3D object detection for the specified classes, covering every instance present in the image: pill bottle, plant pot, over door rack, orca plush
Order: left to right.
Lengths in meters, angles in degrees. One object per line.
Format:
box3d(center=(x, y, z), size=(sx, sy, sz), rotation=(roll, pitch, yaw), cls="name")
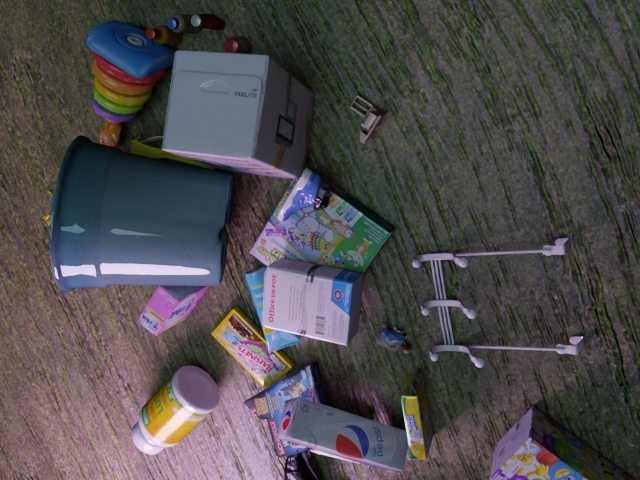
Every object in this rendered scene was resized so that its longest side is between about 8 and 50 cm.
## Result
box3d(center=(-0.370, -0.041, 1.449), size=(0.333, 0.341, 0.341), rotation=(6, 108, -4), cls="plant pot")
box3d(center=(-0.383, 0.447, 1.714), size=(0.136, 0.136, 0.246), rotation=(46, 115, 3), cls="pill bottle")
box3d(center=(-0.035, 0.633, 1.633), size=(0.151, 0.102, 0.287), rotation=(7, 116, 19), cls="orca plush")
box3d(center=(0.362, 0.132, 1.365), size=(0.324, 0.108, 0.240), rotation=(-7, 103, 22), cls="over door rack")

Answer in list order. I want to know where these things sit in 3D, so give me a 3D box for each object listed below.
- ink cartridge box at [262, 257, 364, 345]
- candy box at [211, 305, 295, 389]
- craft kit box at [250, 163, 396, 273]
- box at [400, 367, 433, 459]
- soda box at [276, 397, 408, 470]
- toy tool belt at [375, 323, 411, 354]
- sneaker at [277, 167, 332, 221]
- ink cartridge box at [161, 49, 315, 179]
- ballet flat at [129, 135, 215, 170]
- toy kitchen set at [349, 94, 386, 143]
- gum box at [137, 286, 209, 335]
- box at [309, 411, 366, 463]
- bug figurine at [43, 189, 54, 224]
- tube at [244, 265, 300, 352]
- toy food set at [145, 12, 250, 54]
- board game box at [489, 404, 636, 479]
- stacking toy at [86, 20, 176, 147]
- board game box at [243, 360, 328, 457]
box3d(center=(-0.018, 0.131, 1.459), size=(0.203, 0.086, 0.148), rotation=(11, 108, 18), cls="ink cartridge box")
box3d(center=(-0.169, 0.270, 1.645), size=(0.206, 0.027, 0.105), rotation=(44, 117, 4), cls="candy box")
box3d(center=(0.000, 0.000, 1.493), size=(0.249, 0.061, 0.247), rotation=(36, 116, 8), cls="craft kit box")
box3d(center=(0.217, 0.387, 1.492), size=(0.043, 0.105, 0.179), rotation=(-4, 103, 19), cls="box")
box3d(center=(0.053, 0.439, 1.491), size=(0.286, 0.091, 0.098), rotation=(22, 156, -17), cls="soda box")
box3d(center=(0.169, 0.222, 1.493), size=(0.083, 0.052, 0.051), rotation=(21, 120, 13), cls="toy tool belt")
box3d(center=(-0.030, -0.080, 1.419), size=(0.084, 0.058, 0.152), rotation=(30, 127, -6), cls="sneaker")
box3d(center=(-0.157, -0.245, 1.336), size=(0.198, 0.270, 0.197), rotation=(9, 90, 19), cls="ink cartridge box")
box3d(center=(-0.349, -0.205, 1.557), size=(0.230, 0.077, 0.077), rotation=(9, 84, 20), cls="ballet flat")
box3d(center=(0.082, -0.252, 1.372), size=(0.075, 0.083, 0.068), rotation=(36, 113, 8), cls="toy kitchen set")
box3d(center=(-0.347, 0.145, 1.592), size=(0.062, 0.188, 0.107), rotation=(37, 107, 7), cls="gum box")
box3d(center=(0.007, 0.470, 1.631), size=(0.206, 0.036, 0.114), rotation=(7, 107, 18), cls="box")
box3d(center=(-0.551, -0.082, 1.663), size=(0.279, 0.072, 0.216), rotation=(-27, 100, 20), cls="bug figurine")
box3d(center=(-0.122, 0.165, 1.587), size=(0.080, 0.052, 0.207), rotation=(-18, 101, 11), cls="tube")
box3d(center=(-0.254, -0.428, 1.436), size=(0.232, 0.104, 0.111), rotation=(33, 113, 9), cls="toy food set")
box3d(center=(0.518, 0.508, 1.393), size=(0.275, 0.144, 0.142), rotation=(36, 114, 7), cls="board game box")
box3d(center=(-0.465, -0.336, 1.534), size=(0.165, 0.175, 0.302), rotation=(33, 127, 3), cls="stacking toy")
box3d(center=(-0.078, 0.411, 1.593), size=(0.194, 0.060, 0.194), rotation=(-17, 82, 16), cls="board game box")
